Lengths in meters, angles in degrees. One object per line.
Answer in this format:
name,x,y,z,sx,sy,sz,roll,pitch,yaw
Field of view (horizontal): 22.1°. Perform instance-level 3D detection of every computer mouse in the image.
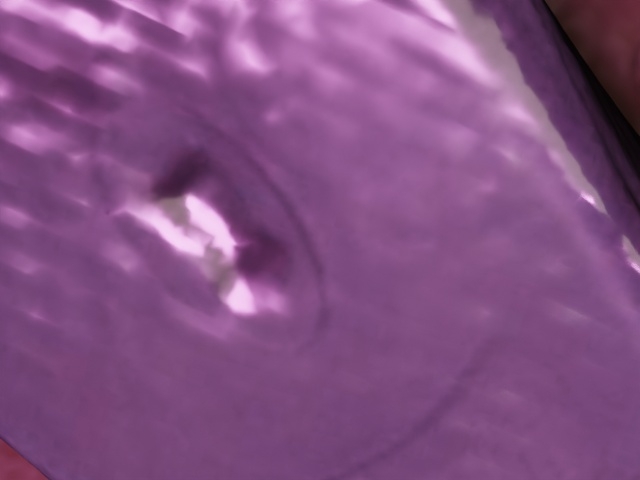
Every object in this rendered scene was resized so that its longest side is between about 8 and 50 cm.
computer mouse,0.000,0.000,0.444,0.188,0.122,0.371,-35,101,19
